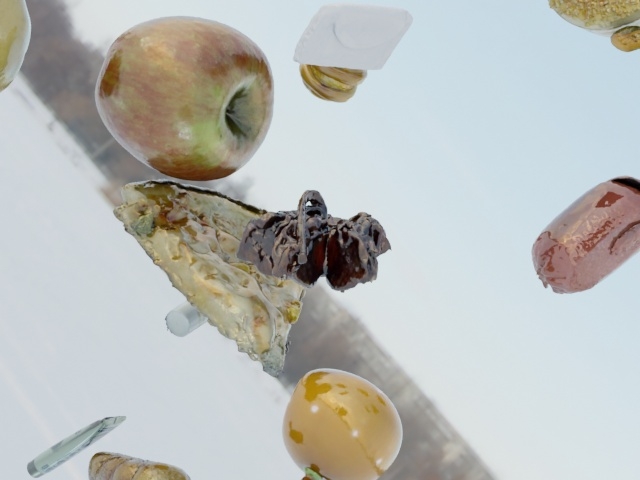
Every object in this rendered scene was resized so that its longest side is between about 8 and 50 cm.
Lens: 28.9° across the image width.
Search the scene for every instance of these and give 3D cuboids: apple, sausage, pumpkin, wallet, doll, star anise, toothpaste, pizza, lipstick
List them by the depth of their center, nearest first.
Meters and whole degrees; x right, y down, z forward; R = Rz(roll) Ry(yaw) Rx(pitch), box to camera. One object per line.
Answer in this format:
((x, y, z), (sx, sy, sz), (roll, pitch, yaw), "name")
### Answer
((0.000, 0.000, 1.606), (0.190, 0.126, 0.220), (11, -2, -34), "star anise")
((0.052, -0.310, 1.902), (0.182, 0.124, 0.032), (-3, 52, -41), "wallet")
((0.023, 0.341, 2.072), (0.213, 0.236, 0.213), (25, -24, 12), "doll")
((-0.233, -0.245, 2.092), (0.250, 0.278, 0.309), (17, -19, 29), "apple")
((0.539, -0.350, 2.130), (0.083, 0.028, 0.050), (6, -30, 47), "pumpkin")
((-0.175, 0.012, 2.162), (0.392, 0.080, 0.435), (36, 23, -8), "pizza")
((-0.445, 0.369, 2.242), (0.062, 0.239, 0.039), (5, 58, -53), "toothpaste")
((0.515, -0.010, 2.310), (0.152, 0.279, 0.152), (50, -10, 12), "sausage")
((-0.204, 0.114, 2.452), (0.059, 0.059, 0.264), (49, 38, 5), "lipstick")

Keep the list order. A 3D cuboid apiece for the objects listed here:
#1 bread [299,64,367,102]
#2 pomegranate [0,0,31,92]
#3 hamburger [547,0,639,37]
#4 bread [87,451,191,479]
((0.037, -0.316, 2.125), (0.119, 0.177, 0.084), (29, 24, -7), "bread")
((-0.654, -0.374, 2.104), (0.332, 0.332, 0.332), (49, -6, 7), "pomegranate")
((0.522, -0.503, 2.200), (0.170, 0.302, 0.302), (31, 11, -49), "hamburger")
((-0.327, 0.412, 2.133), (0.124, 0.084, 0.344), (23, -15, -28), "bread")
